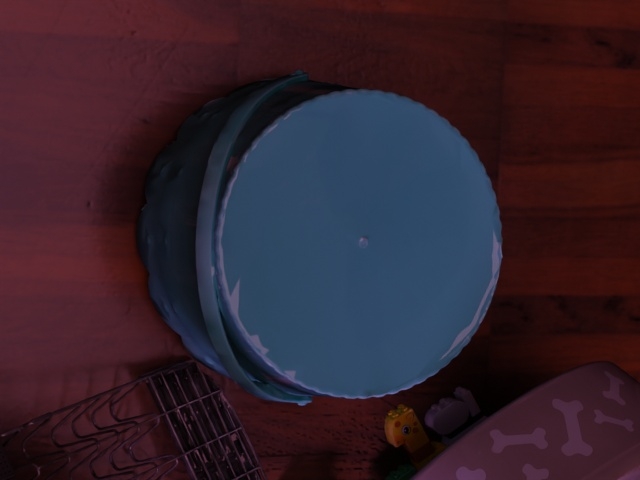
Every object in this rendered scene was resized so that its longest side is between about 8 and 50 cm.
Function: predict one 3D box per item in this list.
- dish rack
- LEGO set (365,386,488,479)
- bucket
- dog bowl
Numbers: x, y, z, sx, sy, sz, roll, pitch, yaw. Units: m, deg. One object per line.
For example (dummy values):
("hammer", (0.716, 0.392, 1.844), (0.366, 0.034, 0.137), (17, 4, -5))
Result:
("dish rack", (-0.159, 0.214, 1.362), (0.271, 0.074, 0.208), (-19, 83, -46))
("LEGO set", (0.060, 0.194, 1.473), (0.227, 0.087, 0.093), (-33, 105, -16))
("bucket", (0.000, 0.000, 1.374), (0.281, 0.183, 0.281), (0, 91, -21))
("dog bowl", (0.153, 0.232, 1.396), (0.348, 0.349, 0.102), (-34, 70, -14))
